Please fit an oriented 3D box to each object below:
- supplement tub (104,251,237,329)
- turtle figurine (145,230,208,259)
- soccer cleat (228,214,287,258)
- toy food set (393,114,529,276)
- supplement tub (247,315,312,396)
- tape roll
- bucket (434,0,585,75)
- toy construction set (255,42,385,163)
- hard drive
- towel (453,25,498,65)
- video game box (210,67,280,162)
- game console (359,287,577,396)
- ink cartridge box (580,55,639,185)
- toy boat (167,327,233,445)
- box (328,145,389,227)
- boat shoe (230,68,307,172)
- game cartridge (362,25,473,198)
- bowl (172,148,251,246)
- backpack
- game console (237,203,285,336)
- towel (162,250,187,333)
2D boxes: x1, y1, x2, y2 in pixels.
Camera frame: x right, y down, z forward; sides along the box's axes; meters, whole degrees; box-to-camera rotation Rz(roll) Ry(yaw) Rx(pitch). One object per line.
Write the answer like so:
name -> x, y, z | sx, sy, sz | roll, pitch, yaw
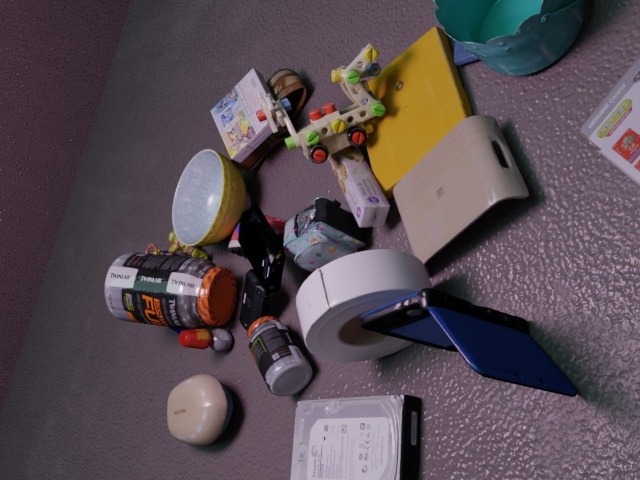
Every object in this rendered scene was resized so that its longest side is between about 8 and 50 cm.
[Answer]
supplement tub -> -0.424, 0.145, 2.167 | 0.338, 0.207, 0.207 | 4, 76, 24
turtle figurine -> -0.423, 0.014, 2.375 | 0.217, 0.087, 0.269 | 16, 55, 46
soccer cleat -> -0.138, -0.023, 2.055 | 0.318, 0.109, 0.116 | -8, 65, 51
toy food set -> 0.286, -0.090, 1.601 | 0.306, 0.093, 0.219 | -46, 45, 39
supplement tub -> -0.106, 0.281, 1.873 | 0.117, 0.117, 0.190 | -55, 41, 19
tape roll -> 0.095, 0.139, 1.558 | 0.286, 0.286, 0.100 | -40, 48, 33
bucket -> 0.386, -0.481, 1.531 | 0.281, 0.183, 0.281 | -16, 64, 36
toy construction set -> 0.011, -0.313, 1.805 | 0.328, 0.214, 0.151 | -19, 25, 9
hard drive -> 0.067, 0.458, 1.636 | 0.339, 0.064, 0.236 | -16, 63, 47
towel -> 0.353, -0.433, 1.698 | 0.120, 0.029, 0.067 | -8, 67, 47
video game box -> -0.208, -0.352, 2.142 | 0.187, 0.048, 0.205 | -38, 55, 20
game console -> 0.255, 0.202, 1.333 | 0.250, 0.293, 0.173 | -28, 54, 41
ink cartridge box -> 0.619, -0.208, 1.204 | 0.309, 0.130, 0.271 | -53, 40, 21
toy boat -> -0.310, 0.395, 2.069 | 0.268, 0.148, 0.318 | -18, 69, 51
box -> 0.083, -0.155, 1.836 | 0.324, 0.063, 0.067 | -111, 26, -46
boat shoe -> -0.149, -0.338, 2.187 | 0.323, 0.123, 0.120 | -59, 43, 15
game cartridge -> 0.218, -0.300, 1.793 | 0.285, 0.053, 0.323 | -35, 53, 36
bowl -> -0.299, -0.109, 2.232 | 0.290, 0.156, 0.289 | -21, 62, 46
backpack -> 0.000, 0.000, 1.828 | 0.188, 0.166, 0.144 | -24, 53, 47
game console -> -0.167, 0.100, 1.961 | 0.213, 0.044, 0.361 | 57, 145, 43
towel -> -0.468, 0.159, 2.390 | 0.308, 0.076, 0.227 | 15, 87, 52
